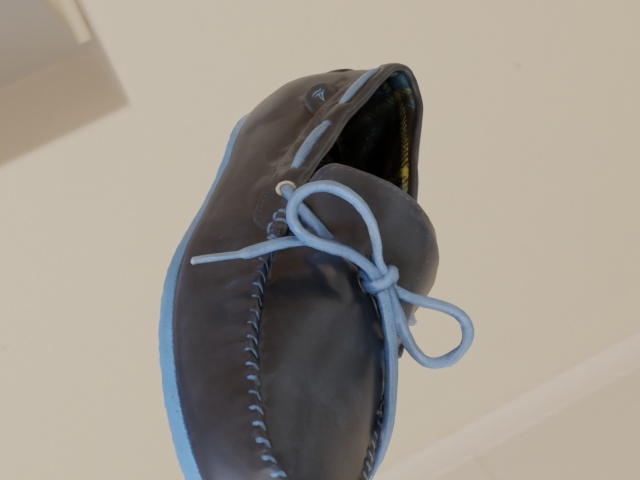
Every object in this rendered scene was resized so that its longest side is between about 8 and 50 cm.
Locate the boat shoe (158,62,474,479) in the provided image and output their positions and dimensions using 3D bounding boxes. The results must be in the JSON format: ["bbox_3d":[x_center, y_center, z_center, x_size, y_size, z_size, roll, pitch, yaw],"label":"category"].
[{"bbox_3d":[0.000,0.000,0.440,0.089,0.109,0.258,-27,-142,23],"label":"boat shoe"}]
